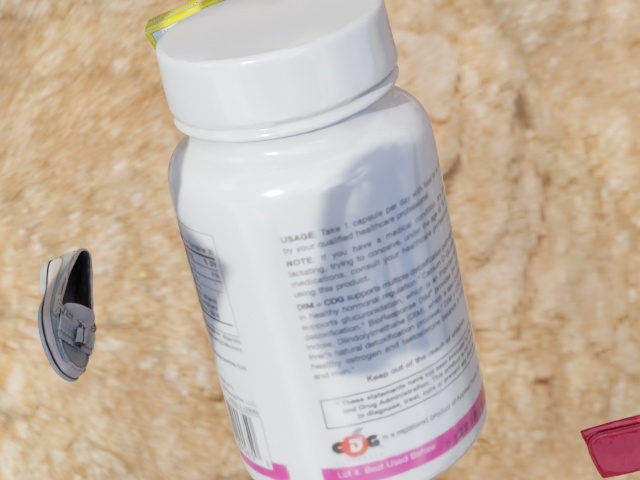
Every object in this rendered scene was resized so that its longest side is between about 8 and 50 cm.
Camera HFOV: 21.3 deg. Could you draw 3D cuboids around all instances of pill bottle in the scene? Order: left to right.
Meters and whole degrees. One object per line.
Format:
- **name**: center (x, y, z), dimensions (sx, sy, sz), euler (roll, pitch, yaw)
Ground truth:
- **pill bottle**: center (0.000, 0.000, 1.020), dimensions (0.160, 0.160, 0.283), euler (-20, 115, -15)

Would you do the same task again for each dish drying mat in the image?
- **dish drying mat**: center (0.179, 0.103, 0.889), dimensions (0.083, 0.008, 0.032), euler (-19, 110, 28)

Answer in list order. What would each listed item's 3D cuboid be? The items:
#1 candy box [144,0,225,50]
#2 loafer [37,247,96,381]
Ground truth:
- **candy box**: center (-0.045, -0.110, 1.364), dimensions (0.105, 0.027, 0.206), euler (-22, 119, 16)
- **loafer**: center (-0.196, 0.054, 1.338), dimensions (0.039, 0.125, 0.045), euler (-35, 131, 19)
